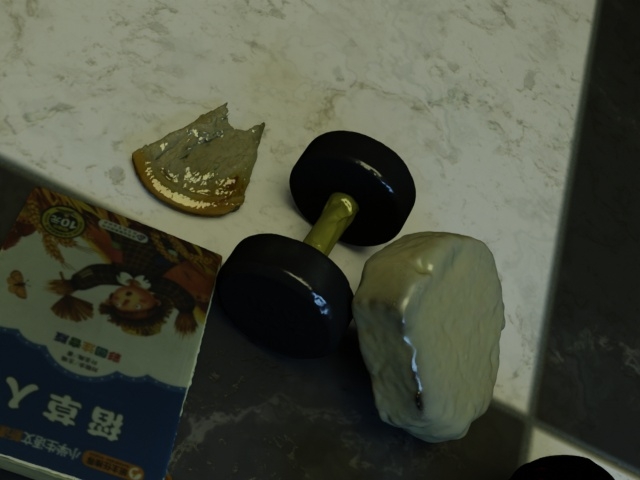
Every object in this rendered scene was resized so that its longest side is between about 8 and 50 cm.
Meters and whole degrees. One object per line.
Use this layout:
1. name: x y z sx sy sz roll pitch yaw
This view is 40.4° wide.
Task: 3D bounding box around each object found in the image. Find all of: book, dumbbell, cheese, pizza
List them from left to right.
1. book: -0.310 0.125 1.160 0.300 0.039 0.427 22 43 -13
2. pizza: -0.174 -0.137 1.426 0.181 0.034 0.262 42 53 2
3. dumbbell: 0.000 0.000 1.329 0.204 0.203 0.322 35 53 -4
4. cheese: 0.166 0.135 1.293 0.326 0.115 0.317 25 72 -48

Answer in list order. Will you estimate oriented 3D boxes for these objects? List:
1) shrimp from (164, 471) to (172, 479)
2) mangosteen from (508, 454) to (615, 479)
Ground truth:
1. shrimp: -0.285 0.291 1.116 0.150 0.068 0.248 -26 75 -26
2. mangosteen: 0.371 0.439 1.214 0.233 0.287 0.287 -36 82 -13
